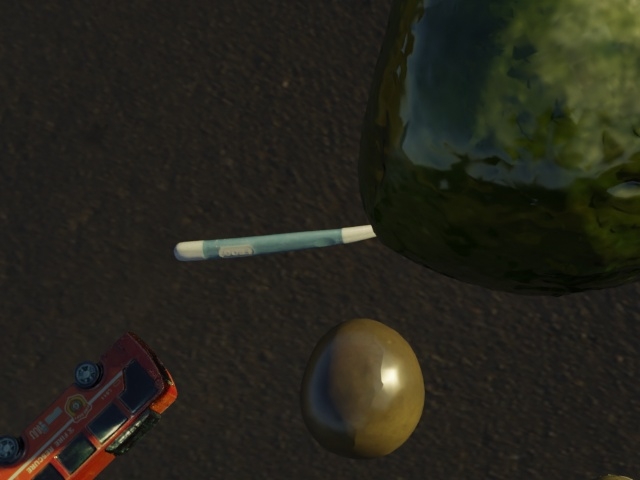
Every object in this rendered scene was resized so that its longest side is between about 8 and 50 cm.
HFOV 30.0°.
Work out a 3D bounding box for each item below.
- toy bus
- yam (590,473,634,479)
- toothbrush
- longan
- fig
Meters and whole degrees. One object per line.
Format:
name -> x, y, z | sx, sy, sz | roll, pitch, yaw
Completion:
toy bus -> -0.117, 0.095, 0.570 | 0.110, 0.031, 0.043 | -44, 71, -5
yam -> 0.256, 0.283, 1.104 | 0.093, 0.259, 0.093 | 0, 89, 19
toothbrush -> 0.000, 0.000, 1.077 | 0.275, 0.019, 0.025 | -6, 40, 9
longan -> 0.054, 0.197, 1.569 | 0.189, 0.189, 0.189 | -8, 74, 28
fig -> 0.140, -0.067, 0.395 | 0.235, 0.203, 0.203 | 12, 83, 5
